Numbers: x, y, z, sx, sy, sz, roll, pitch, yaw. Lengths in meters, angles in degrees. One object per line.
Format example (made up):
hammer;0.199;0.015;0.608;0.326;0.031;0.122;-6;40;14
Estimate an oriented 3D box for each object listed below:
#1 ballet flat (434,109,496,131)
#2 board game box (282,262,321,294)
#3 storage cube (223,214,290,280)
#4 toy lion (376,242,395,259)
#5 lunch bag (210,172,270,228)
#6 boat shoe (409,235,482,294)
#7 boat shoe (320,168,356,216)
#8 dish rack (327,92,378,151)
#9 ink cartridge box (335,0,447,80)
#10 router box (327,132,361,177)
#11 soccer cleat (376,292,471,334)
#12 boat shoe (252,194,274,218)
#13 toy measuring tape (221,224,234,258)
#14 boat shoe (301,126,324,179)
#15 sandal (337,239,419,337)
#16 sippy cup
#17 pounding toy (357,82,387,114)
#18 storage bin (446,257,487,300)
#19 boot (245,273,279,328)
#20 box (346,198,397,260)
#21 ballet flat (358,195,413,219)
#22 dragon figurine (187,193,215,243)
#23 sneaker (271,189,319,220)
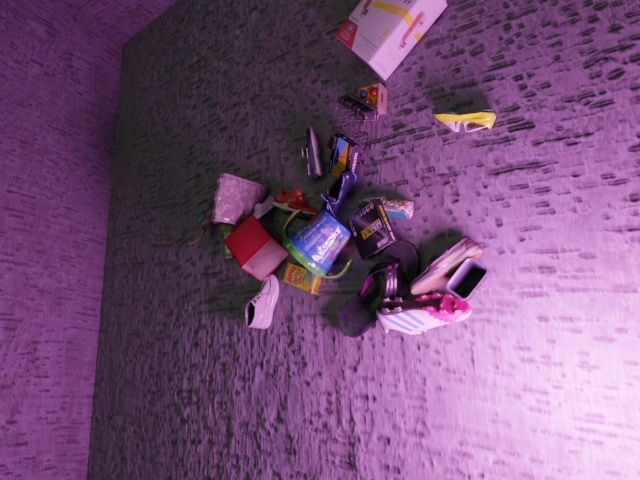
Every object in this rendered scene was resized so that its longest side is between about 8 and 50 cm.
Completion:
ballet flat;0.529;-0.441;1.621;0.230;0.077;0.078;10;102;36
board game box;-0.081;0.167;1.943;0.181;0.043;0.092;17;90;38
storage cube;-0.292;0.033;2.019;0.215;0.184;0.193;-43;56;0
toy lion;0.262;0.034;1.731;0.100;0.034;0.096;-41;51;22
lunch bag;-0.408;-0.181;2.115;0.168;0.286;0.236;6;83;37
boat shoe;0.431;0.090;1.551;0.285;0.102;0.093;-38;54;19
boat shoe;0.052;-0.200;1.867;0.109;0.088;0.259;45;126;30
dish rack;0.129;-0.469;1.886;0.208;0.074;0.272;44;137;35
ink cartridge box;0.291;-0.935;1.854;0.385;0.160;0.279;-48;56;17
router box;0.100;-0.351;1.878;0.133;0.046;0.179;40;135;36
soccer cleat;0.367;0.271;1.560;0.330;0.116;0.143;-3;121;21
boat shoe;-0.284;-0.152;2.095;0.184;0.063;0.066;-44;6;-24
toy measuring tape;-0.479;-0.077;2.245;0.121;0.121;0.331;-18;69;32
boat shoe;-0.041;-0.402;2.021;0.078;0.095;0.255;-16;79;21
sandal;0.217;0.198;1.658;0.167;0.107;0.446;41;107;23
sippy cup;0.000;0.000;1.824;0.224;0.305;0.240;-48;14;5
pounding toy;0.220;-0.589;1.863;0.130;0.100;0.141;-2;78;36
storage bin;0.507;0.143;1.472;0.098;0.091;0.135;38;91;36
boot;-0.272;0.277;2.007;0.095;0.123;0.259;2;80;37
box;0.199;-0.041;1.726;0.190;0.045;0.184;-38;64;49
ballet flat;0.267;-0.136;1.747;0.240;0.091;0.077;16;59;34
dragon figurine;-0.613;-0.107;2.360;0.289;0.085;0.144;-60;22;12
sneaker;-0.110;-0.173;2.012;0.278;0.107;0.119;22;83;35
